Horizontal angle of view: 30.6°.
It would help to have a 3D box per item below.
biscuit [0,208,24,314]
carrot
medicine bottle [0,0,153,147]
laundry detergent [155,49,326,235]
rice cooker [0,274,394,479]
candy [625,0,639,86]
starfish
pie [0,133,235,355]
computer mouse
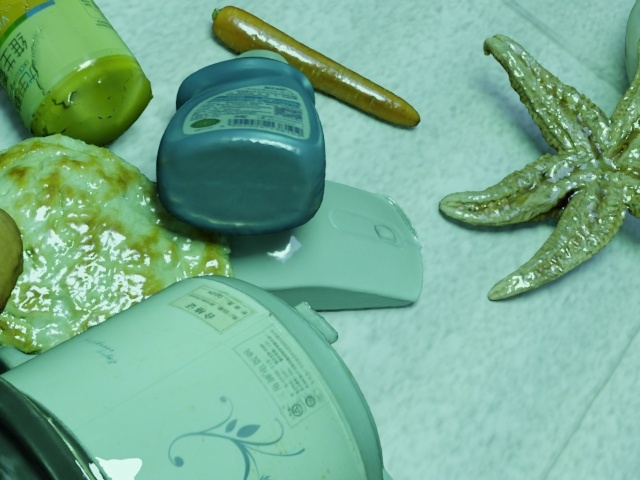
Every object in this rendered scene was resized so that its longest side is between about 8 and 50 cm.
[{"bbox_3d":[-0.315,0.088,0.796,0.075,0.296,0.296,53,48,-22],"label":"biscuit"},{"bbox_3d":[-0.004,-0.180,1.233,0.247,0.043,0.043,26,52,-5],"label":"carrot"},{"bbox_3d":[-0.257,-0.189,1.088,0.124,0.124,0.239,-24,70,-33],"label":"medicine bottle"},{"bbox_3d":[-0.067,-0.103,1.077,0.143,0.094,0.290,-1,25,0],"label":"laundry detergent"},{"bbox_3d":[-0.120,0.177,0.804,0.316,0.264,0.317,10,46,-10],"label":"rice cooker"},{"bbox_3d":[0.546,-0.138,1.328,0.386,0.186,0.427,-4,63,-3],"label":"candy"},{"bbox_3d":[0.296,-0.083,1.210,0.327,0.094,0.375,19,71,17],"label":"starfish"},{"bbox_3d":[-0.205,0.023,0.985,0.248,0.090,0.201,33,59,1],"label":"pie"},{"bbox_3d":[0.000,0.000,1.093,0.230,0.079,0.128,-2,61,-27],"label":"computer mouse"}]
